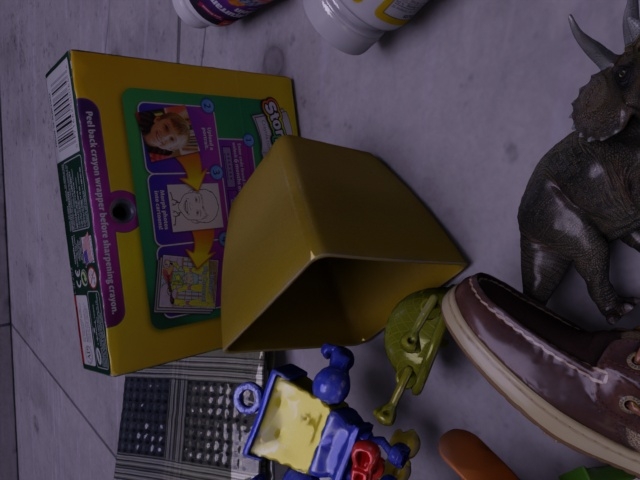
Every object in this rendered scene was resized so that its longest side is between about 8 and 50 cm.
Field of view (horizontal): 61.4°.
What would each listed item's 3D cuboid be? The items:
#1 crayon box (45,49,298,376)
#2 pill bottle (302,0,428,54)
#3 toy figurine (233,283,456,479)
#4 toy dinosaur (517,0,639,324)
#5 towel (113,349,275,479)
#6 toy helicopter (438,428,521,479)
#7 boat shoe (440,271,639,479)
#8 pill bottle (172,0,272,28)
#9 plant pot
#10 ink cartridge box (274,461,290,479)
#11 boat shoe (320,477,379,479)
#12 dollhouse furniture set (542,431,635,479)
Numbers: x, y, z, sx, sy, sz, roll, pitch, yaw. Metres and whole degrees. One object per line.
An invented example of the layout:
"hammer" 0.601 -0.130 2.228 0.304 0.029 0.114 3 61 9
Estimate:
"crayon box" -0.164 -0.041 0.719 0.106 0.312 0.364 -7 91 48
"pill bottle" 0.079 -0.300 0.562 0.208 0.119 0.119 -35 70 44
"toy figurine" -0.010 0.187 0.592 0.217 0.191 0.363 19 91 26
"toy dinosaur" 0.238 -0.036 0.448 0.160 0.120 0.314 54 155 25
"towel" -0.207 0.302 0.890 0.323 0.056 0.313 -5 76 30
"toy helicopter" 0.222 0.306 0.479 0.354 0.140 0.235 2 115 32
"boat shoe" 0.257 0.112 0.405 0.342 0.123 0.123 37 115 22
"pill bottle" -0.138 -0.382 0.795 0.193 0.108 0.108 -1 95 48
"plant pot" 0.000 0.000 0.641 0.212 0.212 0.187 -46 52 41
"ink cartridge box" -0.092 0.405 0.891 0.109 0.063 0.151 9 103 46
"boat shoe" 0.064 0.390 0.666 0.118 0.103 0.320 -49 60 12
"dollhouse furniture set" 0.239 0.160 0.526 0.076 0.058 0.152 121 145 -43
